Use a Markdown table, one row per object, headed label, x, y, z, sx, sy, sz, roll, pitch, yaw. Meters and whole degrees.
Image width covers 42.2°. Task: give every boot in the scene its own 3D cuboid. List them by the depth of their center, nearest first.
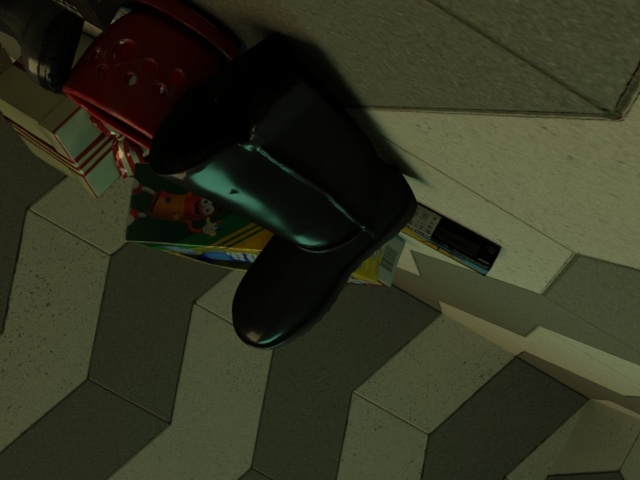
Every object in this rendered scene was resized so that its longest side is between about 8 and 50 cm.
| label | x | y | z | sx | sy | sz | roll | pitch | yaw |
| --- | --- | --- | --- | --- | --- | --- | --- | --- | --- |
| boot | -0.428 | -0.301 | 1.089 | 0.223 | 0.118 | 0.338 | 16 | -161 | -19 |
| boot | -0.076 | -0.030 | 1.113 | 0.146 | 0.367 | 0.445 | 44 | -175 | 26 |

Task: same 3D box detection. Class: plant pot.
| label | x | y | z | sx | sy | sz | roll | pitch | yaw |
| --- | --- | --- | --- | --- | --- | --- | --- | --- | --- |
| plant pot | -0.207 | -0.213 | 1.070 | 0.191 | 0.174 | 0.191 | 30 | 177 | 2 |

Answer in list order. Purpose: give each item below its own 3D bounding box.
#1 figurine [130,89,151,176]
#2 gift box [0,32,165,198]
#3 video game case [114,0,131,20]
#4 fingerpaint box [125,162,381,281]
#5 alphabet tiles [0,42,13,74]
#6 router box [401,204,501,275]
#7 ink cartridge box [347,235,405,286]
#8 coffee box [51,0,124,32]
| label | x | y | z | sx | sy | sz | roll | pitch | yaw |
| --- | --- | --- | --- | --- | --- | --- | --- | --- | --- |
| figurine | -0.413 | -0.244 | 1.917 | 0.215 | 0.209 | 0.092 | 28 | 176 | 27 |
| gift box | -0.474 | -0.282 | 1.700 | 0.258 | 0.276 | 0.255 | 32 | 164 | 25 |
| video game case | -0.265 | -0.324 | 1.247 | 0.166 | 0.015 | 0.119 | 27 | 174 | 42 |
| fingerpaint box | -0.109 | -0.024 | 1.666 | 0.371 | 0.163 | 0.445 | 4 | 173 | 19 |
| alphabet tiles | -0.694 | -0.414 | 1.689 | 0.284 | 0.021 | 0.278 | 75 | 180 | -55 |
| router box | 0.233 | -0.001 | 1.498 | 0.179 | 0.046 | 0.133 | 29 | 176 | 10 |
| ink cartridge box | 0.000 | 0.000 | 2.061 | 0.272 | 0.130 | 0.309 | 33 | 159 | -34 |
| coffee box | -0.297 | -0.324 | 0.715 | 0.297 | 0.118 | 0.168 | 30 | 175 | -3 |
